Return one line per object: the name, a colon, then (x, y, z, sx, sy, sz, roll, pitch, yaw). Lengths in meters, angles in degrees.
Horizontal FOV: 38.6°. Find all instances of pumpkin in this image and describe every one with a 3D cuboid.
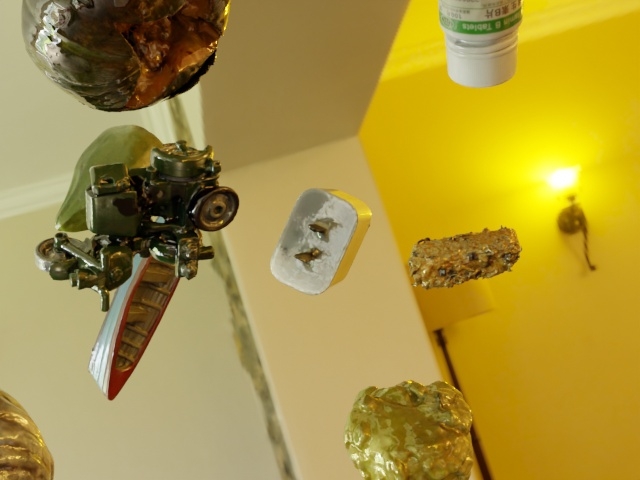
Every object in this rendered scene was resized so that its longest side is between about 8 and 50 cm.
pumpkin: (-0.259, -0.317, 1.243, 0.320, 0.192, 0.320, -47, -14, -16)

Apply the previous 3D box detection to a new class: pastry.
pastry: (0.178, 0.020, 1.132, 0.140, 0.056, 0.080, -7, 26, 6)

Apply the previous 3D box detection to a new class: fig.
fig: (-0.335, -0.104, 1.541, 0.167, 0.167, 0.233, -23, 15, 25)

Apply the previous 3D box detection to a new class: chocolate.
chocolate: (-0.540, 0.387, 1.440, 0.213, 0.303, 0.303, 20, 0, 17)

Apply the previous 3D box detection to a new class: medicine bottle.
medicine bottle: (0.256, -0.373, 1.460, 0.139, 0.139, 0.236, -16, -51, -10)

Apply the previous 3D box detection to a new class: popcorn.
popcorn: (0.149, 0.341, 1.563, 0.233, 0.192, 0.266, -14, 24, -20)

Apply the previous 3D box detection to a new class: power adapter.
power adapter: (0.000, 0.000, 1.687, 0.124, 0.187, 0.255, 24, 6, 8)

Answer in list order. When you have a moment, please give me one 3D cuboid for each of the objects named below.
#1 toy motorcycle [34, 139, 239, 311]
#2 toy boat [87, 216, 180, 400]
toy motorcycle: (-0.253, -0.030, 1.270, 0.275, 0.127, 0.205, -9, -55, -26)
toy boat: (-0.350, 0.120, 1.767, 0.392, 0.079, 0.136, -64, -25, 5)
